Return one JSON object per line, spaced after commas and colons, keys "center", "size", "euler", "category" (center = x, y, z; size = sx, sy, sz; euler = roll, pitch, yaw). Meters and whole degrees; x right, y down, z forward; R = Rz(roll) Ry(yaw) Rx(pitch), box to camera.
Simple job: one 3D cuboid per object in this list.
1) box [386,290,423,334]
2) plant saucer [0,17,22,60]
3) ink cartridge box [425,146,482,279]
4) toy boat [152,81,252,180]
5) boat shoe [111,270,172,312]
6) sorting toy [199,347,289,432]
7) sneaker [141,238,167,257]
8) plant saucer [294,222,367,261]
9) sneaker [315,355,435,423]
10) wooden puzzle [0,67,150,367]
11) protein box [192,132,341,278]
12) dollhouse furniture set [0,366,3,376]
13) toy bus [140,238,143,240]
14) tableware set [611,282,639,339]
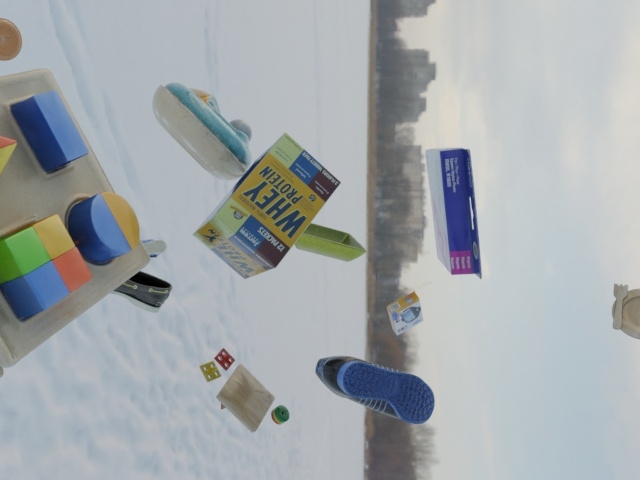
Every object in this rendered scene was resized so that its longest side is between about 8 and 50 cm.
{"center": [0.217, 0.190, 1.638], "size": [0.028, 0.081, 0.136], "euler": [58, -7, 39], "category": "box"}
{"center": [-0.641, -0.405, 1.302], "size": [0.083, 0.013, 0.083], "euler": [-29, 127, -49], "category": "plant saucer"}
{"center": [0.343, -0.082, 1.698], "size": [0.330, 0.072, 0.324], "euler": [-75, 158, -82], "category": "ink cartridge box"}
{"center": [-0.238, -0.244, 1.439], "size": [0.148, 0.267, 0.318], "euler": [-45, 174, -1], "category": "toy boat"}
{"center": [-0.427, 0.078, 1.379], "size": [0.068, 0.228, 0.081], "euler": [-53, -146, 10], "category": "boat shoe"}
{"center": [-0.206, 0.403, 1.657], "size": [0.274, 0.046, 0.132], "euler": [46, 33, -7], "category": "sorting toy"}
{"center": [-0.537, 0.026, 1.930], "size": [0.084, 0.152, 0.058], "euler": [155, -72, -73], "category": "sneaker"}
{"center": [0.000, 0.000, 1.577], "size": [0.188, 0.189, 0.045], "euler": [-128, -126, -73], "category": "plant saucer"}
{"center": [0.095, 0.246, 1.092], "size": [0.090, 0.232, 0.081], "euler": [6, -111, 54], "category": "sneaker"}
{"center": [-0.359, -0.058, 0.828], "size": [0.322, 0.081, 0.348], "euler": [65, 21, -13], "category": "wooden puzzle"}
{"center": [-0.103, -0.056, 1.179], "size": [0.201, 0.136, 0.200], "euler": [-53, -168, -21], "category": "protein box"}
{"center": [-0.850, 0.278, 1.620], "size": [0.151, 0.144, 0.123], "euler": [35, -48, 50], "category": "dollhouse furniture set"}
{"center": [-0.670, 0.004, 1.972], "size": [0.333, 0.130, 0.108], "euler": [29, 84, -45], "category": "toy bus"}
{"center": [0.396, 0.060, 0.665], "size": [0.141, 0.169, 0.020], "euler": [-51, 142, -25], "category": "tableware set"}
